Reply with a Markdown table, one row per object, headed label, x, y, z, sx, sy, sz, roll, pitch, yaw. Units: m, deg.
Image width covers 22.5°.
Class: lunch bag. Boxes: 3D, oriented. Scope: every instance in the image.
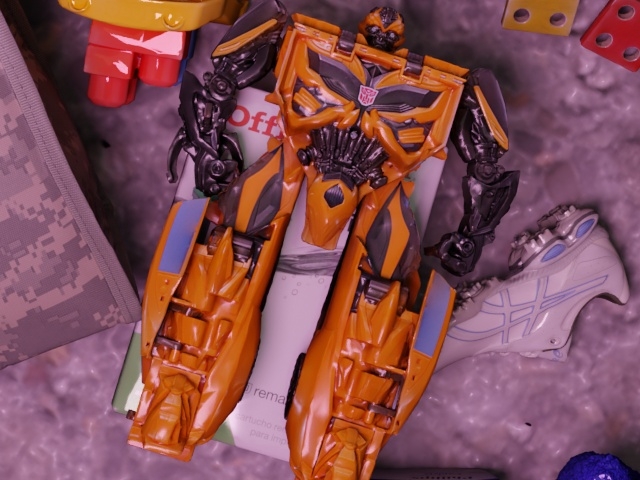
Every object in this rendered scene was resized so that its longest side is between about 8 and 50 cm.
| label | x | y | z | sx | sy | sz | roll | pitch | yaw |
| --- | --- | --- | --- | --- | --- | --- | --- | --- | --- |
| lunch bag | -0.266 | -0.054 | 0.926 | 0.235 | 0.169 | 0.287 | -22 | 128 | -3 |

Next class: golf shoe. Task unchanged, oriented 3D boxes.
| label | x | y | z | sx | sy | sz | roll | pitch | yaw |
| --- | --- | --- | --- | --- | --- | --- | --- | --- | --- |
| golf shoe | 0.125 | 0.055 | 1.047 | 0.176 | 0.069 | 0.086 | -36 | 96 | -2 |

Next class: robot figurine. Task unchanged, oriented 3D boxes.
| label | x | y | z | sx | sy | sz | roll | pitch | yaw |
| --- | --- | --- | --- | --- | --- | --- | --- | --- | --- |
| robot figurine | 0.000 | 0.000 | 0.936 | 0.211 | 0.085 | 0.291 | 17 | 87 | -4 |

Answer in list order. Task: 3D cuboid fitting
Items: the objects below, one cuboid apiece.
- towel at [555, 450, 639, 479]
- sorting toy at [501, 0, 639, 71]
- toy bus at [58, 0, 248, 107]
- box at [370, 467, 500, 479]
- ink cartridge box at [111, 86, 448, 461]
| label | x | y | z | sx | sy | sz | roll | pitch | yaw |
| --- | --- | --- | --- | --- | --- | --- | --- | --- | --- |
| towel | 0.160 | 0.300 | 0.988 | 0.228 | 0.076 | 0.308 | 33 | 88 | -35 |
| sorting toy | 0.222 | -0.207 | 0.984 | 0.132 | 0.046 | 0.274 | 26 | 124 | -21 |
| toy bus | -0.103 | -0.183 | 0.970 | 0.149 | 0.220 | 0.211 | 12 | 95 | 1 |
| box | 0.051 | 0.218 | 1.034 | 0.126 | 0.072 | 0.137 | 0 | 89 | -4 |
| ink cartridge box | -0.026 | 0.021 | 1.025 | 0.160 | 0.092 | 0.219 | 16 | 88 | -3 |
